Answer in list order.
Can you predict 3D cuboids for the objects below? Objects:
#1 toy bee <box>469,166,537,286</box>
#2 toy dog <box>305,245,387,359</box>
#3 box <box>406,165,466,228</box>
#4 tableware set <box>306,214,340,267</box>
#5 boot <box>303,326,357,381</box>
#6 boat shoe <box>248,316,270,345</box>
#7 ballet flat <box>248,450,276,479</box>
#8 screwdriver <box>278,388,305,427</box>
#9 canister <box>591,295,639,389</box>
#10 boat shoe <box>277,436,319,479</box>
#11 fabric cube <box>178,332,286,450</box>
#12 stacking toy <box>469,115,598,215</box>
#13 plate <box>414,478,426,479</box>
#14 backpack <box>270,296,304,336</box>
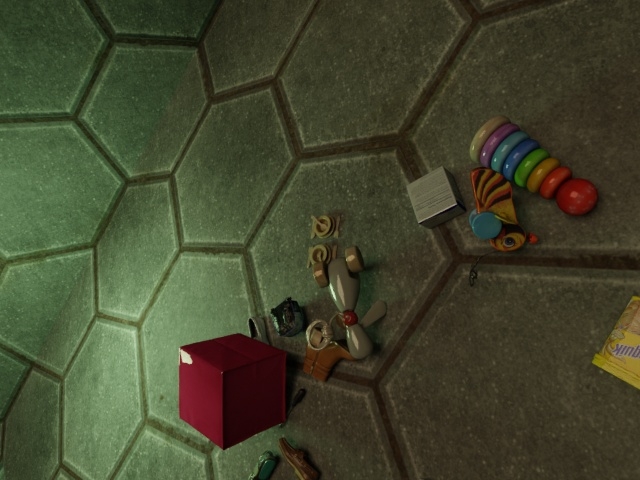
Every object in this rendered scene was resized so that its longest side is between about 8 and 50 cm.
[{"bbox_3d":[0.465,-0.043,1.174,0.162,0.298,0.195,-2,36,12],"label":"toy bee"},{"bbox_3d":[0.090,0.187,1.409,0.220,0.161,0.334,0,79,24],"label":"toy dog"},{"bbox_3d":[0.337,-0.124,1.340,0.126,0.072,0.137,-28,59,30],"label":"box"},{"bbox_3d":[0.000,0.000,1.604,0.128,0.039,0.194,-3,74,39],"label":"tableware set"},{"bbox_3d":[0.033,0.379,1.443,0.197,0.073,0.152,21,98,41],"label":"boot"},{"bbox_3d":[-0.226,0.362,1.658,0.066,0.063,0.184,-27,60,31],"label":"boat shoe"},{"bbox_3d":[-0.203,0.778,1.514,0.070,0.070,0.188,37,98,41],"label":"ballet flat"},{"bbox_3d":[-0.099,0.558,1.522,0.170,0.024,0.025,-58,19,18],"label":"screwdriver"},{"bbox_3d":[0.670,0.216,0.951,0.126,0.073,0.170,31,95,41],"label":"canister"},{"bbox_3d":[-0.069,0.685,1.431,0.060,0.064,0.178,-38,50,-14],"label":"boat shoe"},{"bbox_3d":[-0.287,0.474,1.503,0.258,0.259,0.254,7,98,44],"label":"fabric cube"},{"bbox_3d":[0.546,-0.183,1.159,0.330,0.141,0.141,46,106,33],"label":"stacking toy"},{"bbox_3d":[0.243,0.698,1.140,0.188,0.024,0.188,-48,19,23],"label":"plate"},{"bbox_3d":[-0.105,0.272,1.573,0.105,0.084,0.114,-38,51,23],"label":"backpack"}]
